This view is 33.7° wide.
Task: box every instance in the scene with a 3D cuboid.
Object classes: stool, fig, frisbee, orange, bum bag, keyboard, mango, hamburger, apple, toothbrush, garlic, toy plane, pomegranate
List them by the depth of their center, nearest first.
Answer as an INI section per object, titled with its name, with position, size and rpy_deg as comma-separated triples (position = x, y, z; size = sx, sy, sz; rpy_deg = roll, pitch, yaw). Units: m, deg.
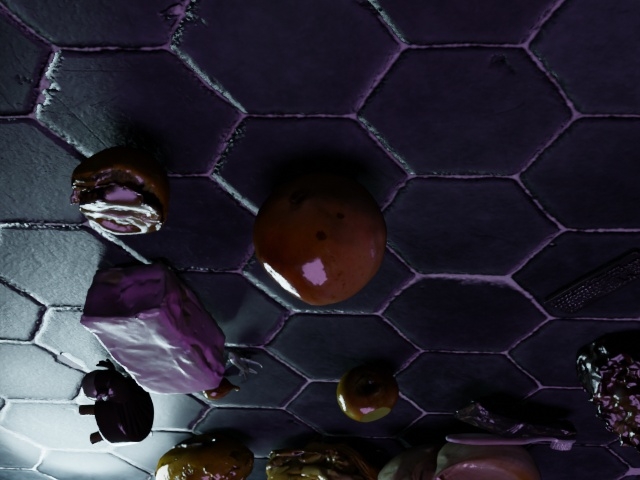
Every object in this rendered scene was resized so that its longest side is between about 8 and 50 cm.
[orange]
position = -0.273, -0.073, 1.466
size = 0.170, 0.112, 0.160
rpy_deg = 12, 165, 35
[pomegranate]
position = 0.001, -0.004, 1.473
size = 0.191, 0.191, 0.191
rpy_deg = 4, 146, 2
[keyboard]
position = 0.445, 0.071, 1.661
size = 0.074, 0.015, 0.196
rpy_deg = 24, 142, -26
[apple]
position = 0.087, 0.280, 1.945
size = 0.114, 0.099, 0.102
rpy_deg = -22, 151, -6
[toy plane]
position = -0.149, 0.224, 1.952
size = 0.080, 0.033, 0.083
rpy_deg = -9, 136, 21
[bum bag]
position = 0.367, 0.347, 2.027
size = 0.248, 0.069, 0.102
rpy_deg = 18, 144, -19
[fig]
position = -0.190, 0.284, 2.037
size = 0.083, 0.050, 0.050
rpy_deg = 8, 150, -36
[stool]
position = -0.405, 0.319, 2.051
size = 0.121, 0.125, 0.217
rpy_deg = -9, 134, 22
[toothbrush]
position = 0.376, 0.395, 2.074
size = 0.307, 0.025, 0.029
rpy_deg = 6, 111, -25
[garlic]
position = 0.286, 0.506, 2.153
size = 0.313, 0.249, 0.286
rpy_deg = 41, 152, -19
[hamburger]
position = 0.016, 0.550, 2.280
size = 0.318, 0.158, 0.318
rpy_deg = 14, 144, 10
[mango]
position = -0.250, 0.497, 2.286
size = 0.248, 0.151, 0.156
rpy_deg = -26, 167, 29
[frisbee]
position = 0.104, 0.518, 2.365
size = 0.211, 0.012, 0.187
rpy_deg = -24, 137, 36

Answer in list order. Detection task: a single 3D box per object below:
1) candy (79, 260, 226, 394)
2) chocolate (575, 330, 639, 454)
[candy]
position = -0.275, 0.150, 1.791
size = 0.155, 0.116, 0.265
rpy_deg = -5, 143, 19
[chocolate]
position = 0.548, 0.277, 1.809
size = 0.206, 0.177, 0.224
rpy_deg = 23, 141, -24
